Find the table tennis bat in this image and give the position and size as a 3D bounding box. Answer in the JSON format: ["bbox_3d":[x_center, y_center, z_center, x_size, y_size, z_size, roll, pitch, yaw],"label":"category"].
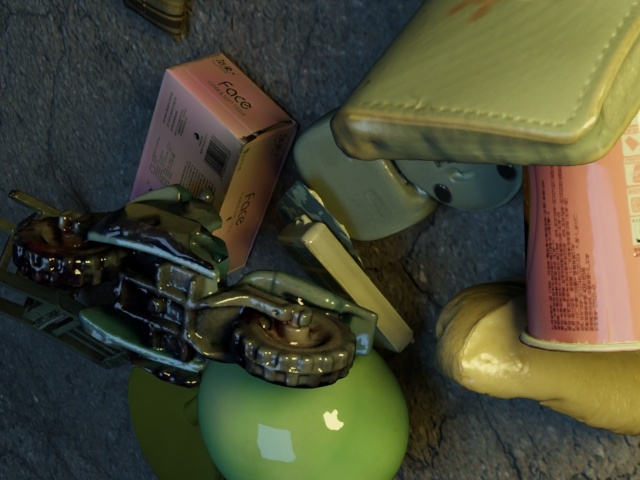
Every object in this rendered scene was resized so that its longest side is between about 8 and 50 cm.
[{"bbox_3d":[-0.177,0.242,1.828,0.224,0.054,0.369,62,145,10],"label":"table tennis bat"}]

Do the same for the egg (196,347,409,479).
[{"bbox_3d":[-0.023,0.199,1.493,0.270,0.220,0.220,17,121,51],"label":"egg"}]

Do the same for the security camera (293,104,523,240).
[{"bbox_3d":[0.097,-0.091,1.319,0.301,0.080,0.157,-19,107,52],"label":"security camera"}]

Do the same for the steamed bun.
[{"bbox_3d":[0.195,0.088,1.255,0.212,0.231,0.110,34,104,60],"label":"steamed bun"}]

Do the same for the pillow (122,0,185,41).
[{"bbox_3d":[-0.193,-0.346,1.558,0.113,0.038,0.203,36,133,31],"label":"pillow"}]

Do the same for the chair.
[{"bbox_3d":[-0.372,0.057,1.909,0.270,0.147,0.136,29,151,-24],"label":"chair"}]

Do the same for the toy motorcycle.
[{"bbox_3d":[-0.124,0.039,1.417,0.416,0.232,0.172,19,114,26],"label":"toy motorcycle"}]

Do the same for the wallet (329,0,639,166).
[{"bbox_3d":[0.182,-0.190,0.973,0.252,0.360,0.083,5,140,45],"label":"wallet"}]

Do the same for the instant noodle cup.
[{"bbox_3d":[0.261,-0.052,1.072,0.244,0.244,0.255,-4,96,49],"label":"instant noodle cup"}]

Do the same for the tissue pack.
[{"bbox_3d":[-0.137,-0.084,1.581,0.148,0.092,0.246,45,136,22],"label":"tissue pack"}]

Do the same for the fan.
[{"bbox_3d":[0.000,0.000,1.460,0.131,0.009,0.240,40,163,17],"label":"fan"}]

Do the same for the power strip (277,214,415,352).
[{"bbox_3d":[0.028,0.050,1.445,0.192,0.035,0.081,50,162,-19],"label":"power strip"}]
